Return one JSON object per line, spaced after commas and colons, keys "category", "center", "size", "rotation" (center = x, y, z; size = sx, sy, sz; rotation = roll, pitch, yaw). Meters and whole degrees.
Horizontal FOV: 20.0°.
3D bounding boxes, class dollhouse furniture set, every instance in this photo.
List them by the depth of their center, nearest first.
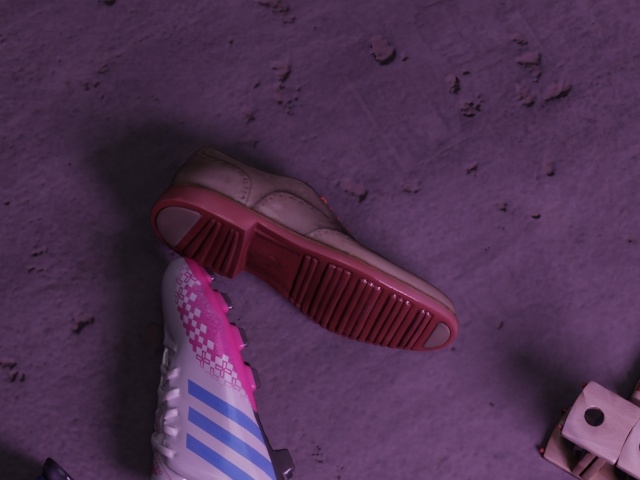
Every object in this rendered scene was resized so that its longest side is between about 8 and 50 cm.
{"category": "dollhouse furniture set", "center": [0.334, 0.167, 1.893], "size": [0.129, 0.129, 0.184], "rotation": [30, 72, 7]}

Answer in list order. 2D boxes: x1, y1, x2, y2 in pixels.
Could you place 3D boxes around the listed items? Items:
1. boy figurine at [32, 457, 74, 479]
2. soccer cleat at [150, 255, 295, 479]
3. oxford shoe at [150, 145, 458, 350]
{"category": "boy figurine", "center": [-0.330, 0.355, 1.803], "size": [0.177, 0.092, 0.285], "rotation": [41, 74, 10]}
{"category": "soccer cleat", "center": [-0.126, 0.176, 1.866], "size": [0.143, 0.116, 0.331], "rotation": [-20, 73, -9]}
{"category": "oxford shoe", "center": [0.000, 0.000, 1.939], "size": [0.348, 0.123, 0.130], "rotation": [28, 51, -4]}
